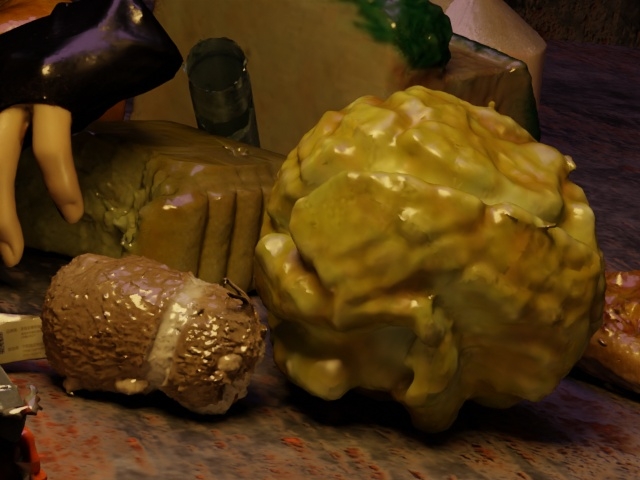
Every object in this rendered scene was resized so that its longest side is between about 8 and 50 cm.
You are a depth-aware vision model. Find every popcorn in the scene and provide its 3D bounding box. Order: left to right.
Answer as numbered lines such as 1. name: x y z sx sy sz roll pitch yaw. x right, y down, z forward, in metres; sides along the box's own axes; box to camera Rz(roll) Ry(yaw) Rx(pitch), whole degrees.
1. popcorn: 0.086 0.019 1.436 0.282 0.247 0.282 16 25 -7

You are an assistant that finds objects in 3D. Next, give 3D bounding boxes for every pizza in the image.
1. pizza: 0.290 0.082 1.619 0.305 0.085 0.161 20 17 37

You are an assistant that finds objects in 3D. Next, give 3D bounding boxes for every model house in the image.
1. model house: 0.041 -0.196 2.145 0.382 0.334 0.343 30 26 34

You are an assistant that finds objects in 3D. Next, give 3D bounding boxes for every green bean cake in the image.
1. green bean cake: -0.153 -0.031 1.747 0.236 0.124 0.233 19 17 37

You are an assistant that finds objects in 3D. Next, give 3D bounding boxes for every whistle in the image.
1. whistle: -0.092 -0.107 1.892 0.062 0.062 0.312 9 -21 6

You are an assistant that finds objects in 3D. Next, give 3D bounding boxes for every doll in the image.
1. doll: -0.146 0.066 1.403 0.221 0.115 0.105 5 22 18

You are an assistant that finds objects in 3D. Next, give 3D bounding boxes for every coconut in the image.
1. coconut: 0.175 -0.215 2.449 0.239 0.244 0.239 8 12 -2

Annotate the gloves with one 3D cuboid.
1. gloves: -0.263 -0.097 1.643 0.152 0.301 0.197 36 -10 -21

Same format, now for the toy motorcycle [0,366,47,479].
1. toy motorcycle: -0.311 0.125 1.002 0.326 0.147 0.221 -2 38 -29

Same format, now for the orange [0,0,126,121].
1. orange: -0.306 -0.128 1.859 0.249 0.249 0.183 -8 45 -49
